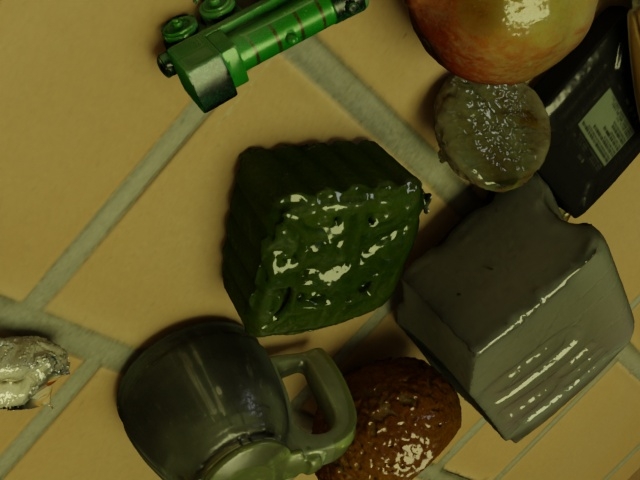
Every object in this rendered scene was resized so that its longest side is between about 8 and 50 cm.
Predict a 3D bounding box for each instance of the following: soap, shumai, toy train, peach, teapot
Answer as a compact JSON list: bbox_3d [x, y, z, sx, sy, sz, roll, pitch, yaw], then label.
[{"bbox_3d":[0.335,0.131,1.403,0.350,0.213,0.435,-38,143,3],"label":"soap"},{"bbox_3d":[0.240,-0.156,1.208,0.201,0.201,0.120,-18,175,-23],"label":"shumai"},{"bbox_3d":[-0.061,-0.240,0.914,0.251,0.119,0.085,-30,136,-10],"label":"toy train"},{"bbox_3d":[0.202,-0.300,0.982,0.256,0.232,0.232,-4,127,-22],"label":"peach"},{"bbox_3d":[-0.120,0.283,1.218,0.321,0.239,0.239,16,115,-44],"label":"teapot"}]

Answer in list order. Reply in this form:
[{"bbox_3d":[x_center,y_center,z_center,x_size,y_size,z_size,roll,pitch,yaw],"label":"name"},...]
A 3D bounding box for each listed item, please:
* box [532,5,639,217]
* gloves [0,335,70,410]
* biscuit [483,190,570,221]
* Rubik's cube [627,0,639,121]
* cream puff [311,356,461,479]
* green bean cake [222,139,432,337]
[{"bbox_3d":[0.451,-0.200,1.343,0.289,0.073,0.290,-48,135,4],"label":"box"},{"bbox_3d":[-0.406,0.168,1.042,0.153,0.070,0.114,10,124,-40],"label":"gloves"},{"bbox_3d":[0.372,-0.060,1.450,0.231,0.016,0.139,-4,126,-33],"label":"biscuit"},{"bbox_3d":[0.692,-0.292,1.190,0.351,0.352,0.347,-44,134,-17],"label":"Rubik's cube"},{"bbox_3d":[0.102,0.317,1.415,0.303,0.212,0.303,-38,171,-7],"label":"cream puff"},{"bbox_3d":[0.000,0.000,1.131,0.246,0.156,0.250,-8,129,-29],"label":"green bean cake"}]
